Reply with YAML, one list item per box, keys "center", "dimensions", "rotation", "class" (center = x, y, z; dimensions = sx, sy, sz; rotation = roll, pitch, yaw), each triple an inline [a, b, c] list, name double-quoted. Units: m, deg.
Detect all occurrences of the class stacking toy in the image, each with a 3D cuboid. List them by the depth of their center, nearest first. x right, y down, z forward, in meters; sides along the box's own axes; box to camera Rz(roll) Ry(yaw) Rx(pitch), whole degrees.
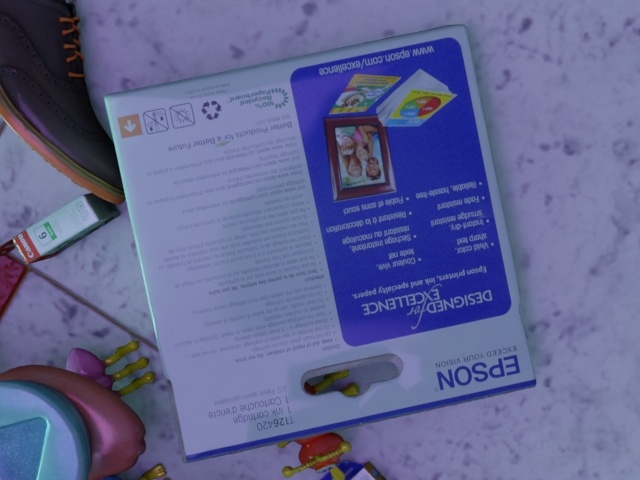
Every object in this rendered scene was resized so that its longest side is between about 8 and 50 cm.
- center: [-0.241, 0.278, 1.540]
  dimensions: [0.279, 0.130, 0.309]
  rotation: [34, 100, 4]
  class: "stacking toy"

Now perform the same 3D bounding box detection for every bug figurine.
- center: [-0.114, 0.158, 1.627]
  dimensions: [0.279, 0.072, 0.216]
  rotation: [-30, 90, 13]
  class: "bug figurine"

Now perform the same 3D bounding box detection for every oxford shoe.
- center: [-0.237, -0.151, 1.603]
  dimensions: [0.098, 0.097, 0.271]
  rotation: [-39, 89, 7]
  class: "oxford shoe"

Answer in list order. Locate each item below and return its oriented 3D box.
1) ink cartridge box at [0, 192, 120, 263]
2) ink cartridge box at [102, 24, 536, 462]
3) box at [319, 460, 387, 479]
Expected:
- center: [-0.235, -0.003, 1.634]
  dimensions: [0.115, 0.063, 0.029]
  rotation: [-31, 88, 13]
  class: "ink cartridge box"
- center: [0.000, 0.000, 1.559]
  dimensions: [0.304, 0.072, 0.307]
  rotation: [-12, 96, -4]
  class: "ink cartridge box"
- center: [0.048, 0.257, 1.631]
  dimensions: [0.136, 0.028, 0.081]
  rotation: [45, 102, 1]
  class: "box"
